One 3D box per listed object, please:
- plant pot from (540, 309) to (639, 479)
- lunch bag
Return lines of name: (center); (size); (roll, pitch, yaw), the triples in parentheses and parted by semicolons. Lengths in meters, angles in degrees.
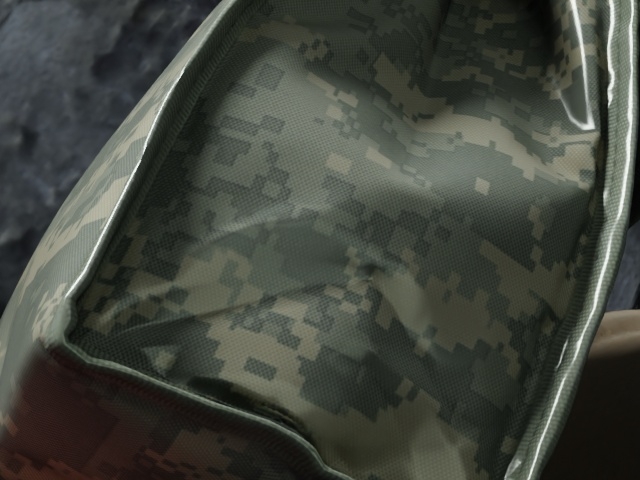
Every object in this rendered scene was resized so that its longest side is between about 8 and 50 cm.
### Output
plant pot: (0.190, 0.125, 0.652); (0.263, 0.229, 0.263); (13, 61, -25)
lunch bag: (0.000, 0.000, 0.596); (0.169, 0.235, 0.287); (30, 56, -8)
